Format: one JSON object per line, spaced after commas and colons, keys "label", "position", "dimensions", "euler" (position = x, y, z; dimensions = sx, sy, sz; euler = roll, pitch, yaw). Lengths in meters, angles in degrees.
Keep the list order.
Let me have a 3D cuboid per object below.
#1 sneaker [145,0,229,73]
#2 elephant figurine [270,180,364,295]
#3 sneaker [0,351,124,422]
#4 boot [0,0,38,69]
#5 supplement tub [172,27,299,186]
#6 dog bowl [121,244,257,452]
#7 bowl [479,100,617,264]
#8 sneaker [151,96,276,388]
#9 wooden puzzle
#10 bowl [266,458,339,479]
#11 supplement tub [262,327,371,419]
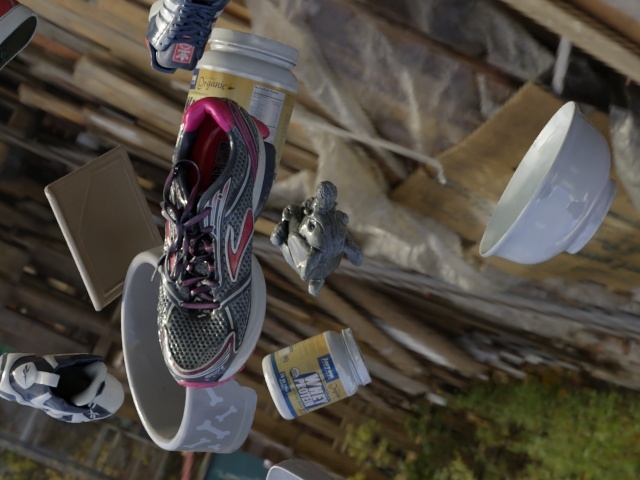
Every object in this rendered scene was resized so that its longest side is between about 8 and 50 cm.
{"label": "sneaker", "position": [-0.249, -0.407, 1.925], "dimensions": [0.131, 0.148, 0.350], "euler": [10, 170, -18]}
{"label": "elephant figurine", "position": [0.000, 0.000, 1.928], "dimensions": [0.186, 0.169, 0.239], "euler": [38, 173, -15]}
{"label": "sneaker", "position": [-0.345, 0.221, 1.497], "dimensions": [0.153, 0.094, 0.235], "euler": [2, 157, 37]}
{"label": "boot", "position": [-0.527, -0.273, 1.371], "dimensions": [0.176, 0.244, 0.088], "euler": [32, 144, 3]}
{"label": "supplement tub", "position": [-0.176, -0.277, 2.183], "dimensions": [0.228, 0.316, 0.228], "euler": [14, -177, -1]}
{"label": "dog bowl", "position": [-0.215, 0.165, 1.578], "dimensions": [0.102, 0.349, 0.348], "euler": [-6, 178, -28]}
{"label": "bowl", "position": [0.395, -0.071, 1.681], "dimensions": [0.134, 0.298, 0.298], "euler": [29, 164, -1]}
{"label": "sneaker", "position": [-0.122, 0.000, 1.039], "dimensions": [0.120, 0.299, 0.112], "euler": [0, 169, 16]}
{"label": "wooden puzzle", "position": [-0.362, -0.025, 1.721], "dimensions": [0.044, 0.239, 0.221], "euler": [-11, 108, 27]}
{"label": "bowl", "position": [0.002, 0.319, 1.145], "dimensions": [0.142, 0.053, 0.142], "euler": [28, 125, 27]}
{"label": "supplement tub", "position": [-0.007, 0.274, 2.118], "dimensions": [0.199, 0.144, 0.144], "euler": [-22, 157, 2]}
